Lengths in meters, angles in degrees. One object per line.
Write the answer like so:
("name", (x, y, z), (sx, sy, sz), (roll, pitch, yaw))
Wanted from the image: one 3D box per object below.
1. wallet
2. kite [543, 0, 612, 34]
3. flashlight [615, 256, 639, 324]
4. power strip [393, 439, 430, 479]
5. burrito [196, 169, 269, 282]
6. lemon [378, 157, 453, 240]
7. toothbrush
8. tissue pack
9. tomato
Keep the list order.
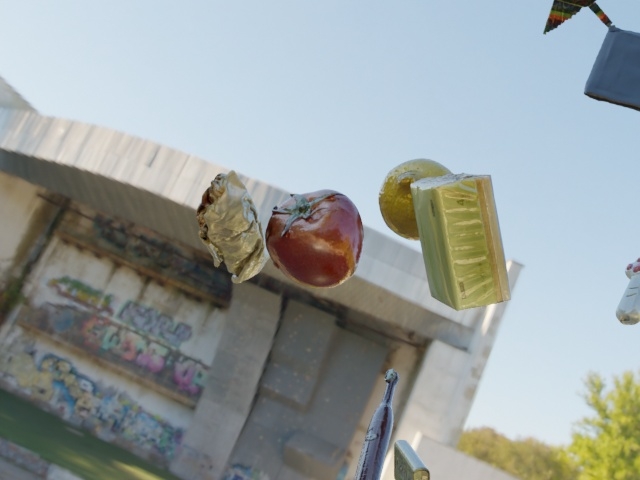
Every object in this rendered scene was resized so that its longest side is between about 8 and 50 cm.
("wallet", (0.652, -0.280, 1.435), (0.322, 0.247, 0.041), (22, -41, 13))
("kite", (0.298, -0.277, 0.897), (0.122, 0.004, 0.090), (-30, -81, 27))
("flashlight", (0.728, 0.112, 1.838), (0.093, 0.200, 0.047), (-6, -50, 46))
("power strip", (0.182, 0.475, 1.635), (0.034, 0.092, 0.268), (0, 0, -4))
("burrito", (-0.157, -0.011, 1.449), (0.076, 0.117, 0.392), (47, -11, 18))
("lemon", (0.223, -0.089, 1.788), (0.186, 0.187, 0.244), (17, -10, 31))
("toothbrush", (0.093, 0.308, 1.271), (0.040, 0.041, 0.364), (24, 26, 3))
("tissue pack", (0.254, -0.004, 1.469), (0.125, 0.234, 0.159), (-12, 9, -9))
("tomato", (0.000, 0.000, 1.293), (0.167, 0.167, 0.167), (24, -13, 6))
